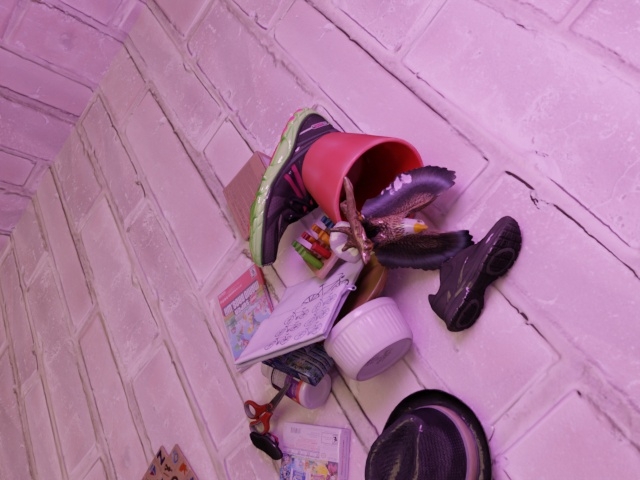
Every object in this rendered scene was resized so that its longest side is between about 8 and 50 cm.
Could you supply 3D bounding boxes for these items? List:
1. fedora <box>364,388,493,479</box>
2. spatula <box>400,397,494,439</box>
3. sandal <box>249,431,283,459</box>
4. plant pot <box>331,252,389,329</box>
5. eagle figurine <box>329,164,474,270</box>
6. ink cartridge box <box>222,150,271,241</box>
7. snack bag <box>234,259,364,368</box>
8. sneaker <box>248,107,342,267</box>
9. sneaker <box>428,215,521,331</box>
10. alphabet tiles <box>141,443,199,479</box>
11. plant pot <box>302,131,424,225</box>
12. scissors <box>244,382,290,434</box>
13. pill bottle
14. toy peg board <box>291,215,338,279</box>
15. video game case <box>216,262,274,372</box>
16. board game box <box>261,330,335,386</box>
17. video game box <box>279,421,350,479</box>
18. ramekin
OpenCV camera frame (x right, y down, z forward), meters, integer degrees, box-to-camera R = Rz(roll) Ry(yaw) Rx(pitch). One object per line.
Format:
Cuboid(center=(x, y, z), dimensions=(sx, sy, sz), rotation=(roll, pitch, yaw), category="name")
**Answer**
Cuboid(center=(0.200, 0.483, 1.259), dimensions=(0.334, 0.152, 0.334), rotation=(-17, 65, 41), category="fedora")
Cuboid(center=(0.261, 0.460, 1.327), dimensions=(0.242, 0.019, 0.168), rotation=(10, 84, 43), category="spatula")
Cuboid(center=(-0.144, 0.551, 1.617), dimensions=(0.179, 0.040, 0.067), rotation=(-9, 102, 61), category="sandal")
Cuboid(center=(0.099, 0.132, 1.493), dimensions=(0.236, 0.032, 0.236), rotation=(-50, 12, 15), category="plant pot")
Cuboid(center=(0.187, -0.035, 1.354), dimensions=(0.225, 0.298, 0.226), rotation=(43, 132, 38), category="eagle figurine")
Cuboid(center=(-0.194, -0.134, 1.875), dimensions=(0.193, 0.088, 0.234), rotation=(-44, 51, 21), category="ink cartridge box")
Cuboid(center=(-0.044, 0.173, 1.520), dimensions=(0.323, 0.037, 0.342), rotation=(-27, 19, 38), category="snack bag")
Cuboid(center=(-0.067, -0.143, 1.665), dimensions=(0.185, 0.202, 0.483), rotation=(140, 152, -80), category="sneaker")
Cuboid(center=(0.336, 0.060, 1.329), dimensions=(0.286, 0.109, 0.130), rotation=(-58, 42, 10), category="sneaker")
Cuboid(center=(-0.475, 0.838, 1.879), dimensions=(0.342, 0.011, 0.285), rotation=(39, 103, 42), category="alphabet tiles")
Cuboid(center=(0.093, -0.159, 1.526), dimensions=(0.243, 0.275, 0.275), rotation=(37, 103, 52), category="plant pot")
Cuboid(center=(-0.133, 0.466, 1.610), dimensions=(0.297, 0.021, 0.109), rotation=(-38, 70, 48), category="scissors")
Cuboid(center=(-0.072, 0.368, 1.594), dimensions=(0.193, 0.108, 0.108), rotation=(18, 90, 44), category="pill bottle")
Cuboid(center=(0.000, 0.000, 1.608), dimensions=(0.160, 0.079, 0.161), rotation=(-54, 24, 4), category="toy peg board")
Cuboid(center=(-0.225, 0.236, 1.832), dimensions=(0.204, 0.025, 0.285), rotation=(-40, 54, 26), category="video game case")
Cuboid(center=(-0.037, 0.267, 1.561), dimensions=(0.194, 0.060, 0.194), rotation=(13, 48, 38), category="board game box")
Cuboid(center=(-0.017, 0.573, 1.523), dimensions=(0.205, 0.048, 0.187), rotation=(-8, 69, 41), category="video game box")
Cuboid(center=(0.122, 0.241, 1.400), dimensions=(0.207, 0.207, 0.109), rotation=(-48, 60, 21), category="ramekin")
